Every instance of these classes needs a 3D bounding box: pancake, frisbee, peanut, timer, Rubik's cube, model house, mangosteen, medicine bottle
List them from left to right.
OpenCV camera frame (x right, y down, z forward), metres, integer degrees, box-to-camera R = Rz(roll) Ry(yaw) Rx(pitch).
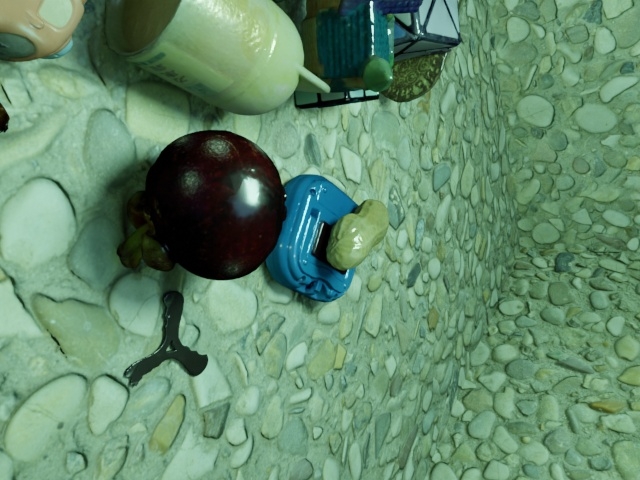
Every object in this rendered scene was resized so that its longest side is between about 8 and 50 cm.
[{"bbox_3d":[-0.320,0.222,1.023,0.187,0.012,0.210,-34,120,-47],"label":"frisbee"},{"bbox_3d":[-0.209,-0.067,0.940,0.297,0.294,0.296,-169,-90,-88],"label":"mangosteen"},{"bbox_3d":[-0.176,-0.381,0.987,0.406,0.236,0.235,17,79,-53],"label":"medicine bottle"},{"bbox_3d":[0.000,0.000,1.374,0.340,0.115,0.308,35,67,-51],"label":"timer"},{"bbox_3d":[0.039,-0.454,1.347,0.183,0.167,0.179,-23,110,-53],"label":"Rubik's cube"},{"bbox_3d":[0.100,-0.026,1.325,0.274,0.111,0.125,-46,114,-47],"label":"peanut"},{"bbox_3d":[0.109,-0.482,1.079,0.246,0.280,0.311,-11,110,-22],"label":"model house"},{"bbox_3d":[0.206,-0.694,1.459,0.310,0.306,0.306,-19,105,-50],"label":"Rubik's cube"},{"bbox_3d":[0.285,-0.597,1.636,0.033,0.286,0.288,0,51,-50],"label":"pancake"}]

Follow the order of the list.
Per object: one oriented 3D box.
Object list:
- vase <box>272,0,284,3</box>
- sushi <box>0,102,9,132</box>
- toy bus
[{"bbox_3d":[-0.085,-0.637,1.183,0.360,0.165,0.165,-49,130,-35],"label":"vase"},{"bbox_3d":[-0.546,-0.175,0.562,0.296,0.167,0.179,12,60,-61],"label":"sushi"},{"bbox_3d":[-0.431,-0.375,0.684,0.232,0.194,0.287,46,50,-63],"label":"toy bus"}]
